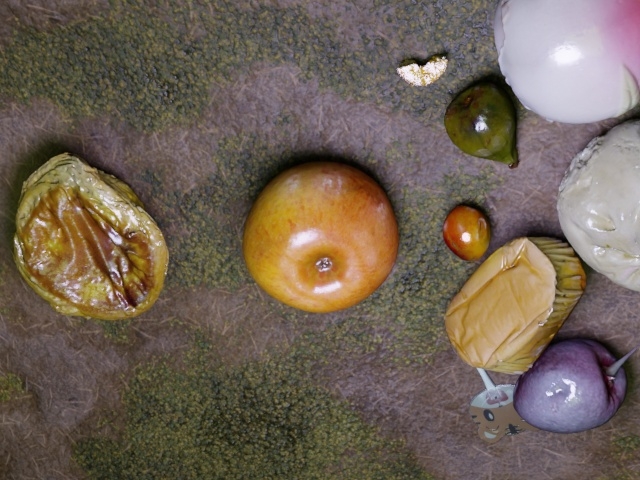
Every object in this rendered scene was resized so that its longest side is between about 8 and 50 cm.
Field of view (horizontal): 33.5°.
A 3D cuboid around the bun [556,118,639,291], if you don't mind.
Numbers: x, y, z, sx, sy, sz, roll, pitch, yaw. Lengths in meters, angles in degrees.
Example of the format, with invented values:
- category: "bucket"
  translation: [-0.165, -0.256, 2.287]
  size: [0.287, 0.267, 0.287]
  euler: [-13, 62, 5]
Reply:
- category: "bun"
  translation: [0.605, -0.046, 1.901]
  size: [0.361, 0.234, 0.326]
  euler: [1, 122, 18]

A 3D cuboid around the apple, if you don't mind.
- category: "apple"
  translation: [0.000, 0.000, 2.018]
  size: [0.298, 0.275, 0.299]
  euler: [2, 114, 4]

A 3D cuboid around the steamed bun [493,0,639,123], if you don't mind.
- category: "steamed bun"
  translation: [0.454, -0.348, 1.726]
  size: [0.309, 0.309, 0.310]
  euler: [4, 117, 9]

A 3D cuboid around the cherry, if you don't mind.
- category: "cherry"
  translation: [0.496, 0.289, 2.102]
  size: [0.266, 0.213, 0.184]
  euler: [-38, 60, 34]

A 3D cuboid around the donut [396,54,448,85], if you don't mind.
- category: "donut"
  translation: [0.190, -0.321, 1.950]
  size: [0.067, 0.038, 0.083]
  euler: [43, 111, -8]

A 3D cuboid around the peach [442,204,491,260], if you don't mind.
- category: "peach"
  translation: [0.281, -0.012, 2.049]
  size: [0.100, 0.101, 0.101]
  euler: [4, 117, 9]

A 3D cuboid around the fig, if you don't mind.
- category: "fig"
  translation: [0.314, -0.196, 1.941]
  size: [0.133, 0.126, 0.185]
  euler: [-39, 100, 11]

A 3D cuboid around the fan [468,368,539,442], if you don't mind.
- category: "fan"
  translation: [0.372, 0.330, 2.253]
  size: [0.152, 0.008, 0.227]
  euler: [-21, 111, 20]

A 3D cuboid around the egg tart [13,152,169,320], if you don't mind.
- category: "egg tart"
  translation: [-0.465, 0.001, 2.172]
  size: [0.351, 0.153, 0.339]
  euler: [36, 118, -8]

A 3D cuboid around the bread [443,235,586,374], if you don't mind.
- category: "bread"
  translation: [0.385, 0.124, 2.039]
  size: [0.156, 0.204, 0.288]
  euler: [6, 126, -41]
